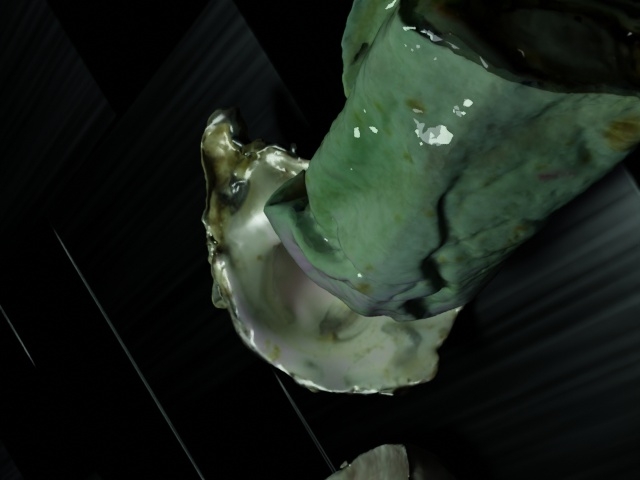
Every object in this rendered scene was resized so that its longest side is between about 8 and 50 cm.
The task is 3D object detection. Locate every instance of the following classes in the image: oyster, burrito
[{"bbox_3d":[0.000,0.000,0.814,0.163,0.081,0.191,-27,94,31],"label":"oyster"},{"bbox_3d":[0.061,-0.033,0.644,0.229,0.144,0.089,118,162,-54],"label":"burrito"}]

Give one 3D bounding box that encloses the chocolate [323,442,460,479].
[{"bbox_3d":[0.038,0.281,0.849,0.185,0.101,0.303,135,142,-59],"label":"chocolate"}]
